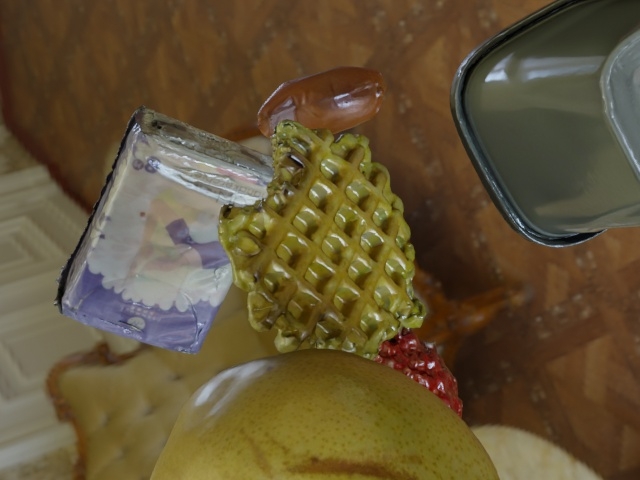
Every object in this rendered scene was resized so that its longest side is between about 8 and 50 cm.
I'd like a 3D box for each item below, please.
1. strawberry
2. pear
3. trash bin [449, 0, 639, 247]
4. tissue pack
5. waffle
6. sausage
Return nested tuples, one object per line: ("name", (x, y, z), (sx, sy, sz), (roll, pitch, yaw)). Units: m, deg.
("strawberry", (0.120, 0.250, 1.652), (0.233, 0.137, 0.306), (121, 131, -72))
("pear", (0.001, 0.249, 1.194), (0.314, 0.314, 0.314), (43, 142, 47))
("trash bin", (0.274, -0.114, 1.165), (0.220, 0.219, 0.250), (59, 168, -10))
("tissue pack", (-0.235, -0.012, 2.029), (0.344, 0.242, 0.125), (-62, 21, 21))
("waffle", (0.001, 0.000, 1.419), (0.051, 0.291, 0.291), (-24, 84, 47))
("sausage", (0.000, -0.180, 1.750), (0.089, 0.179, 0.089), (164, 90, -86))
